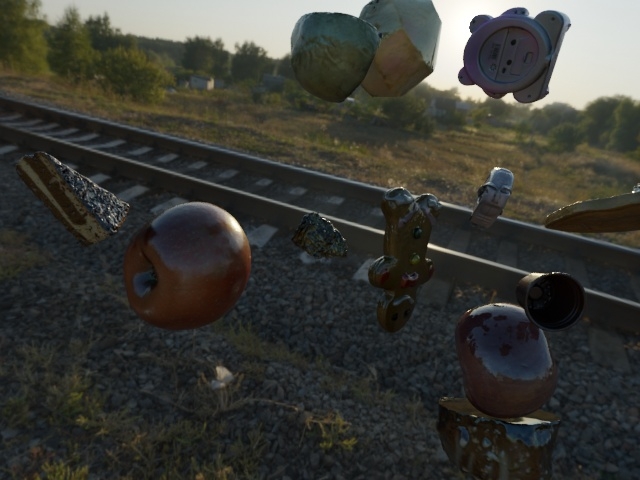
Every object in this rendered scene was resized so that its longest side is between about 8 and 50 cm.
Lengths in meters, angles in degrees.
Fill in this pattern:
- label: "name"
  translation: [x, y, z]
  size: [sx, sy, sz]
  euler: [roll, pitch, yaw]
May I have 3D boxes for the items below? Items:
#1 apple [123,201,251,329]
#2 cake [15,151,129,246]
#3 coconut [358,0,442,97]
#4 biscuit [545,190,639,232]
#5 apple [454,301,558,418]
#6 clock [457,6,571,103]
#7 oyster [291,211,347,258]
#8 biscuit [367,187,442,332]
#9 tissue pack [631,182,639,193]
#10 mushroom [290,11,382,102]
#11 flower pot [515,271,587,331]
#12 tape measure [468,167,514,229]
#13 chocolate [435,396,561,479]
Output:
- label: "apple"
  translation: [-0.361, 0.069, 1.109]
  size: [0.349, 0.348, 0.277]
  euler: [22, 17, 32]
- label: "cake"
  translation: [-0.590, -0.119, 1.000]
  size: [0.112, 0.246, 0.135]
  euler: [-18, 29, 20]
- label: "coconut"
  translation: [0.263, -0.694, 1.442]
  size: [0.353, 0.352, 0.352]
  euler: [8, 20, -3]
- label: "biscuit"
  translation: [0.482, -0.040, 0.655]
  size: [0.221, 0.028, 0.142]
  euler: [-10, -20, 44]
- label: "apple"
  translation: [0.500, 0.322, 1.120]
  size: [0.235, 0.305, 0.305]
  euler: [-9, 18, 11]
- label: "clock"
  translation: [0.510, -0.502, 1.108]
  size: [0.248, 0.227, 0.090]
  euler: [27, 36, 34]
- label: "oyster"
  translation: [0.006, 0.002, 1.066]
  size: [0.177, 0.105, 0.056]
  euler: [44, -16, -33]
- label: "biscuit"
  translation: [0.258, 0.070, 1.202]
  size: [0.283, 0.431, 0.064]
  euler: [2, 10, -41]
- label: "tissue pack"
  translation: [0.967, -0.058, 1.003]
  size: [0.245, 0.123, 0.332]
  euler: [39, -4, -4]
- label: "mushroom"
  translation: [0.005, -0.449, 1.000]
  size: [0.164, 0.189, 0.267]
  euler: [9, 21, -29]
- label: "flower pot"
  translation: [0.419, 0.104, 0.768]
  size: [0.111, 0.111, 0.089]
  euler: [10, 8, 3]
- label: "tape measure"
  translation: [0.663, -0.177, 1.566]
  size: [0.120, 0.236, 0.197]
  euler: [23, 67, 12]
- label: "chocolate"
  translation: [0.507, 0.595, 1.191]
  size: [0.340, 0.210, 0.225]
  euler: [-3, -6, 33]
